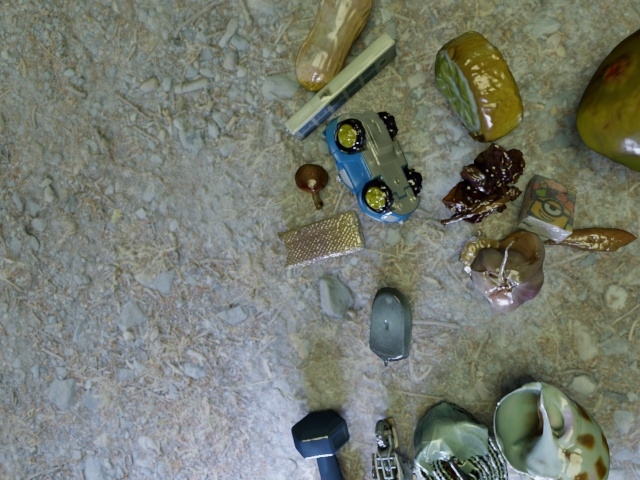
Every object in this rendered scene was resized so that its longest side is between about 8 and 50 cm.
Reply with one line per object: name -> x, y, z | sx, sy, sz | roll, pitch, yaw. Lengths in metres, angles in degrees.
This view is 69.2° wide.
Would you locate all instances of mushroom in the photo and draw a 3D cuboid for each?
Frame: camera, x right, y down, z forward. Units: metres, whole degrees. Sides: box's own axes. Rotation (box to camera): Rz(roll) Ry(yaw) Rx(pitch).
mushroom -> -0.015, -0.147, 1.243 | 0.088, 0.073, 0.129 | -22, 93, -19

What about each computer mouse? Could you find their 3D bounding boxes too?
computer mouse -> 0.190, 0.227, 1.240 | 0.113, 0.068, 0.228 | 10, 108, 27

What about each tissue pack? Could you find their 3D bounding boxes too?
tissue pack -> 0.545, -0.078, 1.115 | 0.109, 0.060, 0.148 | 23, 57, 6

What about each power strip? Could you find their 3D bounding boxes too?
power strip -> 0.058, -0.392, 1.190 | 0.367, 0.106, 0.043 | -40, 85, 11

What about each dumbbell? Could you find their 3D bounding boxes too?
dumbbell -> 0.028, 0.639, 1.265 | 0.144, 0.160, 0.324 | -16, 93, -20

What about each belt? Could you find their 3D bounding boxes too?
belt -> 0.357, 0.558, 1.195 | 0.207, 0.150, 0.257 | -35, 88, 3

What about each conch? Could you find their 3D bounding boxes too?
conch -> 0.557, 0.511, 1.130 | 0.250, 0.197, 0.367 | -1, 88, 23

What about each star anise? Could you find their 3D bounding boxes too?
star anise -> 0.409, -0.124, 1.121 | 0.126, 0.190, 0.220 | 44, 131, 35

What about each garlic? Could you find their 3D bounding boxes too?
garlic -> 0.422, 0.047, 1.118 | 0.207, 0.257, 0.207 | -20, 52, 27

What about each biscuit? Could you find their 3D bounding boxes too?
biscuit -> 0.000, 0.000, 1.231 | 0.239, 0.062, 0.108 | -16, 80, 23

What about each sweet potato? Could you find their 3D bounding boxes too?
sweet potato -> 0.662, -0.002, 1.138 | 0.206, 0.060, 0.068 | 0, 56, 20

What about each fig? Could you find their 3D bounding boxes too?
fig -> 0.744, -0.283, 0.978 | 0.344, 0.343, 0.343 | 1, 95, 10

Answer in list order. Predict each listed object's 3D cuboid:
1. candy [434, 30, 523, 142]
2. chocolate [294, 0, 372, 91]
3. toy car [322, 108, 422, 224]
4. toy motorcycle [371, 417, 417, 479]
candy -> 0.358, -0.345, 1.063 | 0.118, 0.260, 0.259 | -30, 89, 11
chocolate -> 0.031, -0.525, 1.172 | 0.134, 0.134, 0.309 | 32, 100, 6
toy car -> 0.125, -0.179, 1.166 | 0.166, 0.198, 0.314 | -22, 94, 45
toy motorcycle -> 0.198, 0.595, 1.254 | 0.094, 0.130, 0.229 | -19, 77, 32
